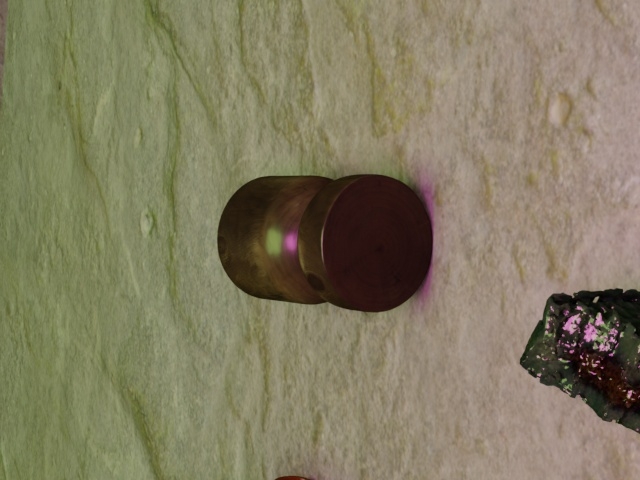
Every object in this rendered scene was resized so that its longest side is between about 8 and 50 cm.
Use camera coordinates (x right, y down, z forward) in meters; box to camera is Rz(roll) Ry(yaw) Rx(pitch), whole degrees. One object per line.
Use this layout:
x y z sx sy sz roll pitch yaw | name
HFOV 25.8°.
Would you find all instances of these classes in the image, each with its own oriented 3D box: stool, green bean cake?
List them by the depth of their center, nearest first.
0.332 0.136 1.387 0.208 0.193 0.107 45 119 44 | green bean cake
0.000 0.000 1.880 0.264 0.179 0.179 2 91 55 | stool

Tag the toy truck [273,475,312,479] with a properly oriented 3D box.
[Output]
-0.071 0.450 1.943 0.288 0.212 0.204 29 114 56 | toy truck
